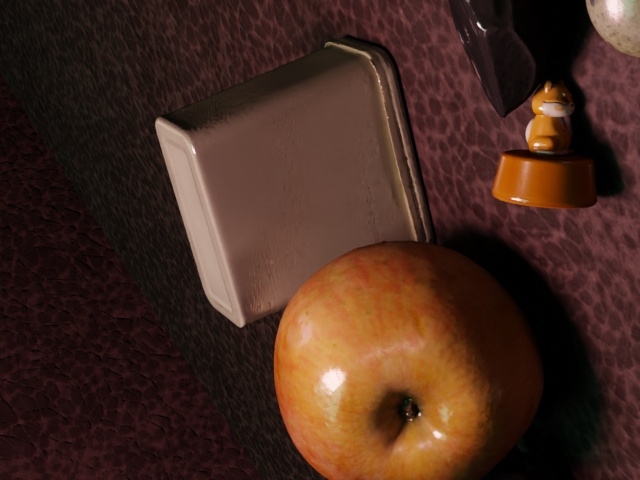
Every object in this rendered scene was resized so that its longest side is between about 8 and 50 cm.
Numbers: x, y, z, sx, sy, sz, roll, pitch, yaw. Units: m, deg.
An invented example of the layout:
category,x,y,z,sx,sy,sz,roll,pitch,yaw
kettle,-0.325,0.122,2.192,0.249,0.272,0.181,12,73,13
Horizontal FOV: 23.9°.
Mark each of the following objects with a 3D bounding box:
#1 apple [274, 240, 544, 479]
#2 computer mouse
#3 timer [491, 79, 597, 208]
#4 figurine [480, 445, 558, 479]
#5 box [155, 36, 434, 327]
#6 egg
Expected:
category,x,y,z,sx,sy,sz,roll,pitch,yaw
apple,0.124,0.192,2.179,0.346,0.391,0.391,-64,-45,-76
computer mouse,0.220,-0.268,1.830,0.269,0.100,0.170,61,-176,-65
timer,0.285,-0.124,1.881,0.132,0.132,0.152,22,111,60
figurine,0.323,0.415,2.193,0.365,0.218,0.206,-9,112,60
box,-0.038,-0.088,2.330,0.177,0.343,0.352,33,142,58
egg,0.342,-0.274,1.533,0.141,0.141,0.182,38,127,50
